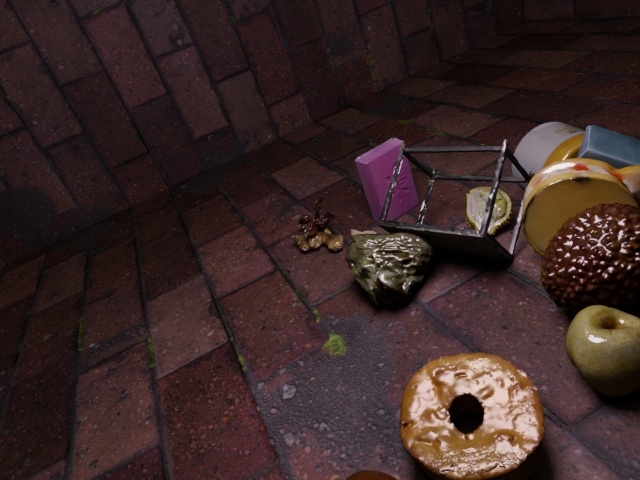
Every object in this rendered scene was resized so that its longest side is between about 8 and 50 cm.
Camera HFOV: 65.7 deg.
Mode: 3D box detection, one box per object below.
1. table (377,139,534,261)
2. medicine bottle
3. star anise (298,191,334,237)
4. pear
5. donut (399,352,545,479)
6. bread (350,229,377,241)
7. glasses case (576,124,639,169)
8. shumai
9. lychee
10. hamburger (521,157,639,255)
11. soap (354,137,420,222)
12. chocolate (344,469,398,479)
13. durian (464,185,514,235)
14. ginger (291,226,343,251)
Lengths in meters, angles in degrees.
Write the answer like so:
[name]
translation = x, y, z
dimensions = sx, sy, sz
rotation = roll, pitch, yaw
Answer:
[table]
translation = 0.390, -0.119, 1.428
dimensions = 0.335, 0.222, 0.272
rotation = 9, 78, 43
[medicine bottle]
translation = 0.727, -0.213, 1.459
dimensions = 0.238, 0.238, 0.232
rotation = -21, 28, 0
[star anise]
translation = -0.024, -0.096, 1.773
dimensions = 0.140, 0.144, 0.158
rotation = -17, 24, 3
[pear]
translation = 0.560, 0.209, 0.955
dimensions = 0.167, 0.136, 0.167
rotation = -14, 27, 7
[donut]
translation = 0.282, 0.348, 0.930
dimensions = 0.277, 0.108, 0.277
rotation = -16, 29, 10
[bread]
translation = 0.121, 0.034, 1.613
dimensions = 0.105, 0.077, 0.152
rotation = 3, 34, 32
[glasses case]
translation = 0.809, -0.211, 1.271
dimensions = 0.266, 0.105, 0.056
rotation = 19, -1, 4
[shumai]
translation = 0.195, 0.091, 1.410
dimensions = 0.256, 0.189, 0.218
rotation = -4, 53, 17
[lychee]
translation = 0.609, 0.055, 1.067
dimensions = 0.267, 0.267, 0.267
rotation = -17, 29, 9
[hamburger]
translation = 0.673, -0.092, 1.257
dimensions = 0.302, 0.261, 0.186
rotation = -26, 19, 39
[soap]
translation = 0.243, -0.209, 1.763
dimensions = 0.181, 0.259, 0.081
rotation = -30, 30, -18
[chocolate]
translation = 0.085, 0.471, 0.828
dimensions = 0.176, 0.177, 0.177
rotation = -17, 29, 9
[durian]
translation = 0.518, -0.070, 1.520
dimensions = 0.146, 0.102, 0.208
rotation = 0, 58, 33
[ginger]
translation = -0.003, 0.005, 1.777
dimensions = 0.133, 0.059, 0.214
rotation = -24, 29, -22
